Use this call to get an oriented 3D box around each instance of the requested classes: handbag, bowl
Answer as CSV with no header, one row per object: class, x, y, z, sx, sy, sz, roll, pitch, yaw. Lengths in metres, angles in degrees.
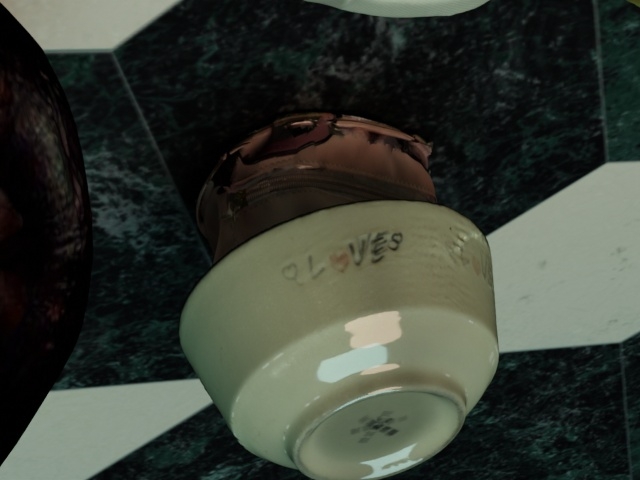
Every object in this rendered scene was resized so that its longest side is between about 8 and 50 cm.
handbag,-0.001,-0.001,1.373,0.205,0.116,0.179,10,139,-36
bowl,0.025,0.087,1.296,0.237,0.126,0.238,-11,145,-8

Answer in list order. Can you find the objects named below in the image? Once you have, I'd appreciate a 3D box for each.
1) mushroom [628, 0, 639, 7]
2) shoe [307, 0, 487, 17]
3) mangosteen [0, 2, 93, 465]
mushroom,0.283,-0.195,1.145,0.292,0.212,0.217,-3,138,-34
shoe,-0.028,-0.231,1.000,0.363,0.132,0.160,7,136,-28
mangosteen,-0.337,-0.013,1.015,0.435,0.382,0.382,8,170,42
